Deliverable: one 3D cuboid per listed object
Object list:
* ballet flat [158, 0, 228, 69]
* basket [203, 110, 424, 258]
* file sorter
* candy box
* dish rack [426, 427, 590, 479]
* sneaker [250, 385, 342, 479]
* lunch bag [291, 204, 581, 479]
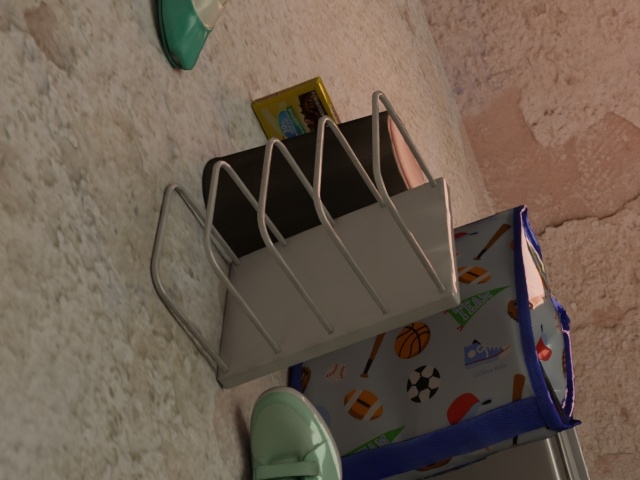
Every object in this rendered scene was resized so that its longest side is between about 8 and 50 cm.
[{"bbox_3d":[-0.155,-0.325,1.507,0.083,0.087,0.247,47,29,-54],"label":"ballet flat"},{"bbox_3d":[0.002,-0.064,1.484,0.204,0.227,0.154,22,52,-68],"label":"basket"},{"bbox_3d":[-0.019,-0.006,1.288,0.173,0.277,0.193,54,23,-34],"label":"file sorter"},{"bbox_3d":[-0.008,-0.124,1.728,0.206,0.105,0.027,63,23,-23],"label":"candy box"},{"bbox_3d":[0.220,0.351,1.640,0.072,0.285,0.333,27,46,-59],"label":"dish rack"},{"bbox_3d":[-0.033,0.268,1.241,0.151,0.094,0.256,40,37,-71],"label":"sneaker"},{"bbox_3d":[0.146,0.165,1.535,0.239,0.328,0.385,63,17,-19],"label":"lunch bag"}]
